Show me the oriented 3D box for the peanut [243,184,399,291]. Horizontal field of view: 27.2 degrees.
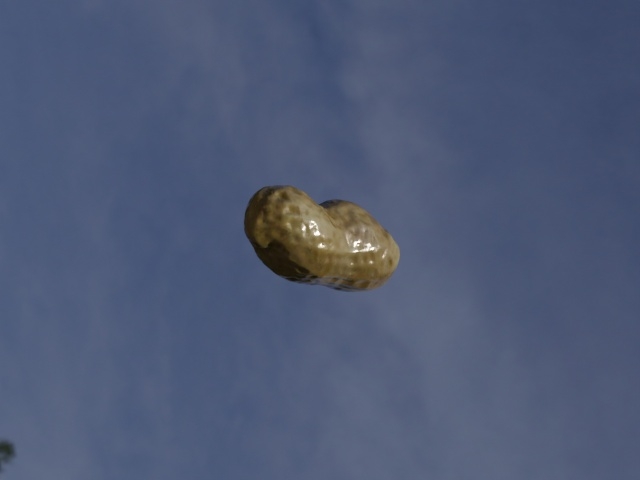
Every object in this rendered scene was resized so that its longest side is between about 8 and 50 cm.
[{"bbox_3d":[0.000,0.000,0.744,0.054,0.113,0.054,-16,-114,40],"label":"peanut"}]
